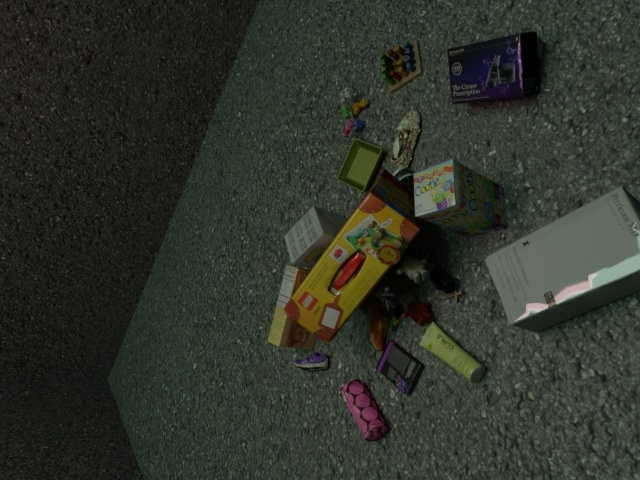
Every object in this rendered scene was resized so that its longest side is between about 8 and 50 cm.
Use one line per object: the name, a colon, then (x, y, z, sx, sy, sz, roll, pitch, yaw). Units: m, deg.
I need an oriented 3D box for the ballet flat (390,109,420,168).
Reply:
ballet flat: (0.316, -0.384, 1.890, 0.091, 0.077, 0.241, 2, 78, 50)

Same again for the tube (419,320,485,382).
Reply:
tube: (0.399, 0.346, 1.561, 0.070, 0.062, 0.240, -32, 35, -14)

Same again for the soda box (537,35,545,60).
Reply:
soda box: (0.617, -0.604, 1.627, 0.183, 0.062, 0.058, 11, 89, 50)

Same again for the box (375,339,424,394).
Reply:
box: (0.266, 0.427, 1.708, 0.162, 0.029, 0.116, 35, 105, 50)

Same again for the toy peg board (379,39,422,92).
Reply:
toy peg board: (0.309, -0.703, 2.006, 0.160, 0.079, 0.161, -24, 60, 43)

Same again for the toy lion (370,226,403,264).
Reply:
toy lion: (0.191, 0.023, 1.475, 0.096, 0.100, 0.034, -67, -6, 31)

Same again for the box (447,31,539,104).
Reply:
box: (0.544, -0.540, 1.604, 0.261, 0.103, 0.185, 10, 112, 50)

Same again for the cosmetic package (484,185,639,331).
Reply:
cosmetic package: (0.650, 0.062, 1.289, 0.385, 0.156, 0.217, -38, 49, 36)

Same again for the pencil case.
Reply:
pencil case: (0.144, 0.585, 1.741, 0.095, 0.098, 0.209, -56, 43, 20)

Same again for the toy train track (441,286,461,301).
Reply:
toy train track: (0.423, 0.177, 1.624, 0.083, 0.014, 0.048, -27, 58, 50)

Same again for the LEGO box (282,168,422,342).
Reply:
LEGO box: (0.126, 0.043, 1.716, 0.500, 0.193, 0.372, -54, 0, 23)

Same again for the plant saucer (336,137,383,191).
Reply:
plant saucer: (0.169, -0.303, 2.057, 0.188, 0.045, 0.189, 35, 105, 49)

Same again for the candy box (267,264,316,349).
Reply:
candy box: (-0.084, 0.273, 2.045, 0.087, 0.182, 0.317, 9, 85, 49)

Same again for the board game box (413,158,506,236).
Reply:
board game box: (0.421, -0.118, 1.521, 0.144, 0.275, 0.142, -17, 64, 45)

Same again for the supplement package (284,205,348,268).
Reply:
supplement package: (0.000, 0.000, 2.032, 0.203, 0.194, 0.149, -44, 47, 32)

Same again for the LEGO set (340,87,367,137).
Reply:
LEGO set: (0.147, -0.549, 2.131, 0.093, 0.086, 0.227, -39, 49, 54)

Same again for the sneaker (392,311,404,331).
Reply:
sneaker: (0.261, 0.276, 1.759, 0.031, 0.035, 0.083, 15, 89, 51)

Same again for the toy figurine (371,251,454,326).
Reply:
toy figurine: (0.295, 0.148, 1.629, 0.213, 0.209, 0.148, -60, 34, 16)

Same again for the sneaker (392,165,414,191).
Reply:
sneaker: (0.272, -0.159, 1.862, 0.217, 0.079, 0.121, -54, 43, 21)

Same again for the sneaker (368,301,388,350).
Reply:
sneaker: (0.209, 0.303, 1.792, 0.067, 0.064, 0.175, -17, 67, 34)

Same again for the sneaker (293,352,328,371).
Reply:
sneaker: (-0.032, 0.484, 2.023, 0.169, 0.068, 0.071, -13, 52, 37)
